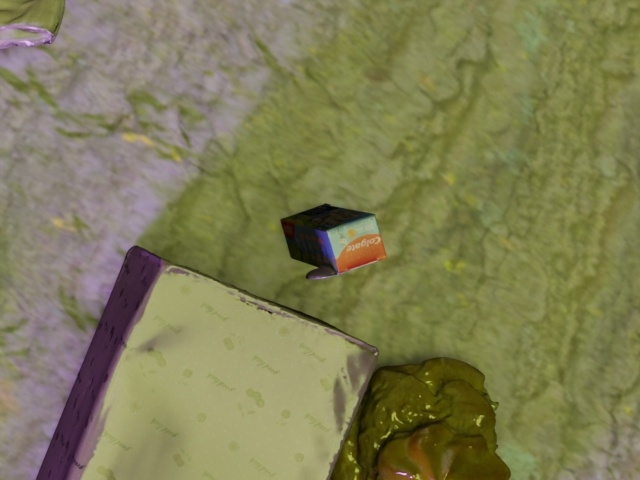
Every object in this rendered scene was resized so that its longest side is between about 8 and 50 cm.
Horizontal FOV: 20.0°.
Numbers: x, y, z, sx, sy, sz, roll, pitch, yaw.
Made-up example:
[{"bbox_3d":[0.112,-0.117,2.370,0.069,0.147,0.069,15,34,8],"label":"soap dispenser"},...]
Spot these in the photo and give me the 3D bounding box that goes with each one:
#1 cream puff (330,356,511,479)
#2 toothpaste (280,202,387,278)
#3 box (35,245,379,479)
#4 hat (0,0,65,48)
[{"bbox_3d":[0.105,0.228,1.768,0.194,0.195,0.221,-19,96,-12],"label":"cream puff"},{"bbox_3d":[0.000,0.000,1.709,0.070,0.193,0.044,-18,98,-12],"label":"toothpaste"},{"bbox_3d":[-0.120,0.185,1.699,0.225,0.190,0.297,23,87,-15],"label":"box"},{"bbox_3d":[-0.363,-0.227,1.662,0.226,0.164,0.219,-36,106,31],"label":"hat"}]
